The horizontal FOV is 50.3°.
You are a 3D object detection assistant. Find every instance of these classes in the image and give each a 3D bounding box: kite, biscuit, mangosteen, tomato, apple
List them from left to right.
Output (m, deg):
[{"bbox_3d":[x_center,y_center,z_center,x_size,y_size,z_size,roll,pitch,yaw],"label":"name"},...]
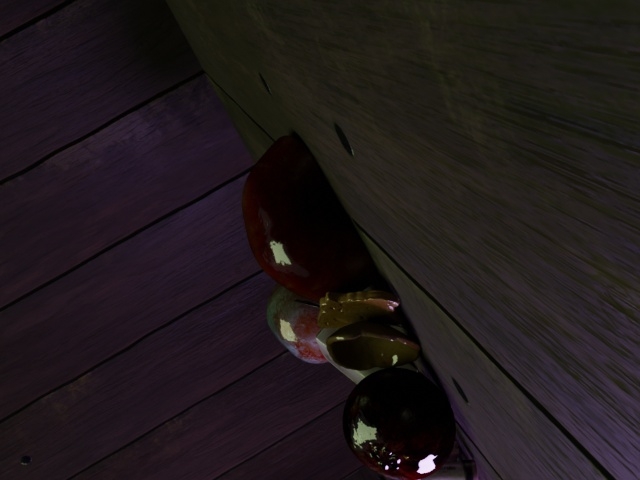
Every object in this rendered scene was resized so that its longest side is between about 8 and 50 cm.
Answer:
[{"bbox_3d":[-0.025,-0.041,1.446,0.365,0.294,0.329,-154,72,-80],"label":"apple"},{"bbox_3d":[-0.018,0.232,2.161,0.317,0.282,0.317,47,169,12],"label":"tomato"},{"bbox_3d":[0.050,0.156,1.499,0.267,0.013,0.323,17,174,-31],"label":"kite"},{"bbox_3d":[0.068,0.137,1.335,0.162,0.035,0.250,28,148,-23],"label":"biscuit"},{"bbox_3d":[0.175,0.353,1.405,0.236,0.235,0.261,62,-143,-19],"label":"mangosteen"}]

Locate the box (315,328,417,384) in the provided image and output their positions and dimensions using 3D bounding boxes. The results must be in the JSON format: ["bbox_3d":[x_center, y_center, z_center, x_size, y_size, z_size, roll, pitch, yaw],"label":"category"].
[{"bbox_3d":[0.119,0.308,1.686,0.251,0.106,0.203,35,166,23],"label":"box"}]

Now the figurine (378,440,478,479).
[{"bbox_3d":[0.255,0.573,1.629,0.253,0.211,0.361,56,172,42],"label":"figurine"}]

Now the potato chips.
[{"bbox_3d":[0.100,0.202,1.353,0.208,0.195,0.062,25,-124,-33],"label":"potato chips"}]
